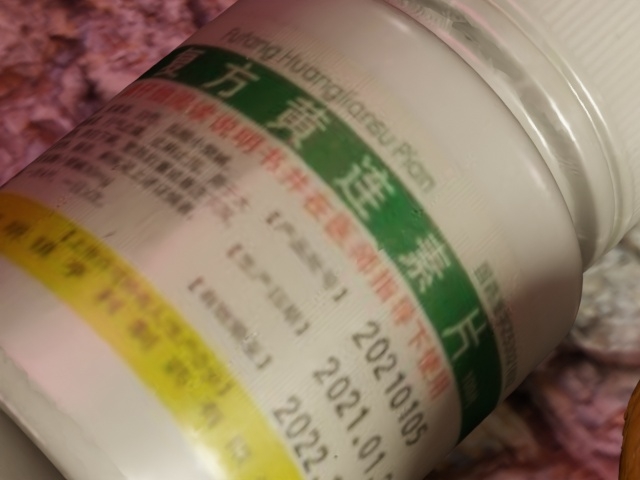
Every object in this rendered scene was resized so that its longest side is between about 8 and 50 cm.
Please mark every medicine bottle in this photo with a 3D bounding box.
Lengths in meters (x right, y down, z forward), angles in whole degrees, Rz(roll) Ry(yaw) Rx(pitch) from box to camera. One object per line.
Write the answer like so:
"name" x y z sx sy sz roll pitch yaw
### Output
"medicine bottle" 0.000 0.000 0.836 0.208 0.208 0.340 34 64 32

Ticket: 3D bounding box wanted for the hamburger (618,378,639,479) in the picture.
"hamburger" 0.157 0.146 0.691 0.108 0.213 0.213 3 51 11
